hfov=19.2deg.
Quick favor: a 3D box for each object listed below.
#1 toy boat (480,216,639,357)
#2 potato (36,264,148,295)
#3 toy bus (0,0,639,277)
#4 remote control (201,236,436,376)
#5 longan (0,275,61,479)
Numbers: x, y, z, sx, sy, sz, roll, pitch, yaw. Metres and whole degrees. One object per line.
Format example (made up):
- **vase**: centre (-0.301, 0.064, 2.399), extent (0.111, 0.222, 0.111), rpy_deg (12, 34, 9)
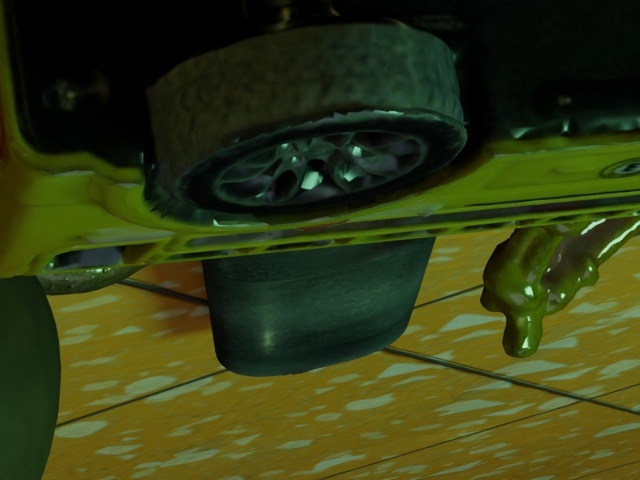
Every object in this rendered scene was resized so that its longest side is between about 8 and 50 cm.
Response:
- **toy boat**: centre (0.189, -0.056, 0.693), extent (0.318, 0.099, 0.141), rpy_deg (-25, 164, 29)
- **potato**: centre (-0.097, 0.000, 0.745), extent (0.092, 0.045, 0.046), rpy_deg (-14, 129, -7)
- **toy bus**: centre (0.078, -0.076, 0.442), extent (0.331, 0.145, 0.151), rpy_deg (-5, 164, -19)
- **remote control**: centre (0.000, 0.000, 0.826), extent (0.107, 0.044, 0.377), rpy_deg (-17, 165, -5)
- **longan**: centre (-0.191, 0.050, 0.575), extent (0.220, 0.196, 0.196), rpy_deg (-15, 166, -23)
